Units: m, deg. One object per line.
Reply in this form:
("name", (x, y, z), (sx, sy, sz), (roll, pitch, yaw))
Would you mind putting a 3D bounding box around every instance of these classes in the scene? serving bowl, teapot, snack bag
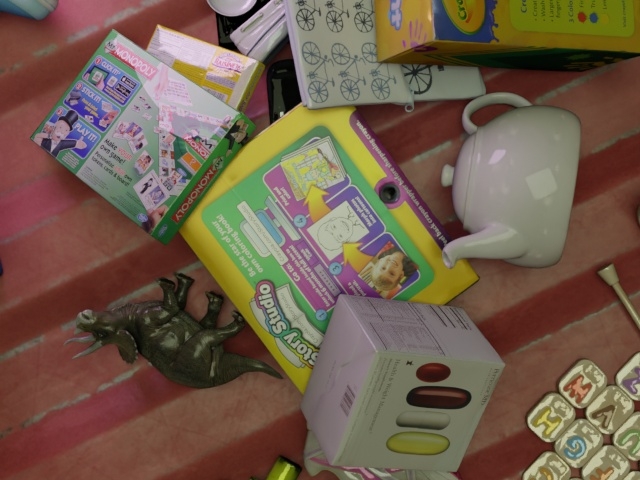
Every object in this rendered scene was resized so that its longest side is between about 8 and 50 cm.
("serving bowl", (-0.132, -0.376, 1.805), (0.083, 0.027, 0.083), (0, 86, 4))
("teapot", (0.269, -0.088, 1.731), (0.187, 0.256, 0.252), (9, 97, 8))
("snack bag", (0.092, -0.346, 1.738), (0.343, 0.037, 0.322), (-5, 81, -33))

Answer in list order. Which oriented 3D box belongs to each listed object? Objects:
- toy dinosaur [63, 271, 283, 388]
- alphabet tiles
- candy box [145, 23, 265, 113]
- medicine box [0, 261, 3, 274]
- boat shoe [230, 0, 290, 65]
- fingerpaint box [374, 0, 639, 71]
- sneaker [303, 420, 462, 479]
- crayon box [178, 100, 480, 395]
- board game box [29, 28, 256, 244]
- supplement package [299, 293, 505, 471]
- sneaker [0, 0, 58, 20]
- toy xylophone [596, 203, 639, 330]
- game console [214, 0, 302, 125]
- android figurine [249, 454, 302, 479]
("toy dinosaur", (-0.205, 0.150, 1.795), (0.314, 0.121, 0.160), (26, 100, -3))
("alphabet tiles", (0.454, 0.320, 1.810), (0.284, 0.021, 0.278), (44, 89, 2))
("candy box", (-0.187, -0.248, 1.795), (0.206, 0.027, 0.105), (24, 86, 30))
("medicine box", (-0.592, -0.070, 1.718), (0.149, 0.263, 0.289), (-14, 88, -1))
("boat shoe", (-0.042, -0.359, 1.773), (0.076, 0.083, 0.226), (44, 90, 2))
("fingerpaint box", (0.262, -0.476, 1.713), (0.371, 0.163, 0.444), (-2, 87, -27))
("sneaker", (0.085, 0.332, 1.781), (0.252, 0.103, 0.111), (20, 96, 3))
("crayon box", (0.000, 0.000, 1.762), (0.313, 0.106, 0.363), (-36, 95, 3))
("board game box", (-0.266, -0.157, 1.747), (0.317, 0.046, 0.213), (36, 87, 35))
("supplement package", (0.110, 0.201, 1.670), (0.203, 0.149, 0.194), (7, 116, -25))
("sneaker", (-0.566, -0.343, 1.804), (0.319, 0.127, 0.208), (22, 86, 11))
("toy xylophone", (0.569, 0.063, 1.786), (0.236, 0.081, 0.322), (-38, 88, -3))
("game console", (-0.047, -0.258, 1.833), (0.213, 0.044, 0.361), (-5, 87, 2))
("android figurine", (-0.075, 0.470, 1.791), (0.248, 0.056, 0.272), (28, 87, 2))
